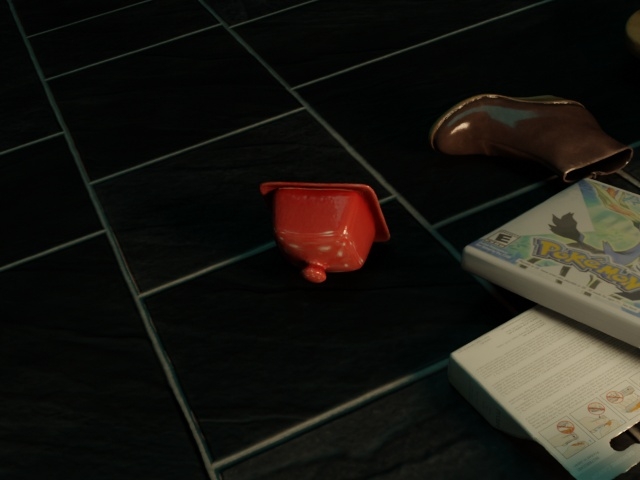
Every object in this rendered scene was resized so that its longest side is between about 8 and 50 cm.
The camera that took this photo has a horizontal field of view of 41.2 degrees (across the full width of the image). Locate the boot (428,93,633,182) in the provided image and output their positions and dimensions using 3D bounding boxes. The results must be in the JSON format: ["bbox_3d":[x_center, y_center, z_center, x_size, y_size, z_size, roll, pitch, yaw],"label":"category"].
[{"bbox_3d":[0.309,-0.149,1.275,0.248,0.090,0.207,-15,35,-11],"label":"boot"}]

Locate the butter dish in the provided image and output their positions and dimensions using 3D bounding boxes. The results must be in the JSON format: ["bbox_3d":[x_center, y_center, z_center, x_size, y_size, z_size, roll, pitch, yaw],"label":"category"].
[{"bbox_3d":[0.000,0.000,1.140,0.160,0.160,0.118,3,63,17],"label":"butter dish"}]

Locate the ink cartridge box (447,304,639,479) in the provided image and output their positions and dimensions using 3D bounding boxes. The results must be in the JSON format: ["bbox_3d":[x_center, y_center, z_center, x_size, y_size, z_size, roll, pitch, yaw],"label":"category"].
[{"bbox_3d":[0.275,0.163,0.919,0.180,0.056,0.225,-25,43,-19],"label":"ink cartridge box"}]

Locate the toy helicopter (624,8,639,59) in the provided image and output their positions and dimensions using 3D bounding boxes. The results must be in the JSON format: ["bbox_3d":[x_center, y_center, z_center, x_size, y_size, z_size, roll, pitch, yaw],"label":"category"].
[{"bbox_3d":[0.681,-0.328,1.384,0.354,0.140,0.235,6,42,17],"label":"toy helicopter"}]

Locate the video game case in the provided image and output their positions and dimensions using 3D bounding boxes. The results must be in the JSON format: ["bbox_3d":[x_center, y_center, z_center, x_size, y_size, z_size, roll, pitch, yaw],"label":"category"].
[{"bbox_3d":[0.389,0.027,1.023,0.329,0.036,0.299,25,37,38],"label":"video game case"}]
